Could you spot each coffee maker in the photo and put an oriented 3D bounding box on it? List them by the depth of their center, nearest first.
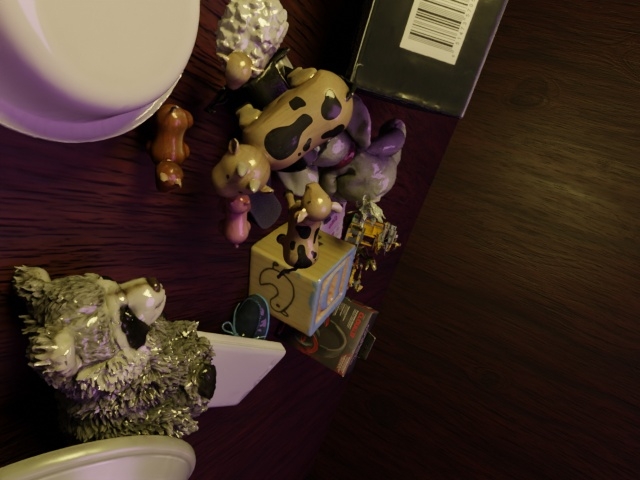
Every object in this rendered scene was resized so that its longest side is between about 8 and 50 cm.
[{"bbox_3d":[-0.083,-0.207,0.712,0.171,0.120,0.178,-37,122,-4],"label":"coffee maker"}]

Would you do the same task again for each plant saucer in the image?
[{"bbox_3d":[-0.360,0.413,0.555,0.400,0.101,0.400,-21,144,-17],"label":"plant saucer"}]

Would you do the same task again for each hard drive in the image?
[{"bbox_3d":[-0.231,0.297,0.917,0.203,0.040,0.307,-47,148,7],"label":"hard drive"}]

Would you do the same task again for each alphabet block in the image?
[{"bbox_3d":[-0.049,0.087,1.056,0.193,0.197,0.192,-38,145,-50],"label":"alphabet block"}]

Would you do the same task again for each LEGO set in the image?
[{"bbox_3d":[0.174,0.044,1.441,0.331,0.192,0.255,-35,142,-81],"label":"LEGO set"}]

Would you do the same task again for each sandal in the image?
[{"bbox_3d":[-0.144,-0.108,0.837,0.097,0.054,0.254,-46,156,-20],"label":"sandal"}]

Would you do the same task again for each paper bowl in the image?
[{"bbox_3d":[-0.227,-0.231,0.375,0.284,0.148,0.284,-50,154,-37],"label":"paper bowl"}]

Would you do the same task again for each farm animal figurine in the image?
[{"bbox_3d":[-0.067,-0.114,0.591,0.330,0.172,0.327,34,101,-32],"label":"farm animal figurine"}]

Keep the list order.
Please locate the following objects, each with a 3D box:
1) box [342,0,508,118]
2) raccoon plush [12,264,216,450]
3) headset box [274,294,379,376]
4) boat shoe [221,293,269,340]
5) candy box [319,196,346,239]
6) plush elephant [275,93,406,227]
[{"bbox_3d":[0.184,-0.427,0.823,0.395,0.211,0.294,-89,-166,-71],"label":"box"},{"bbox_3d":[-0.341,0.242,0.560,0.447,0.216,0.299,-62,151,-8],"label":"raccoon plush"},{"bbox_3d":[0.033,0.274,1.314,0.218,0.293,0.110,-65,159,1],"label":"headset box"},{"bbox_3d":[-0.199,0.258,1.018,0.089,0.109,0.258,-7,117,-62],"label":"boat shoe"},{"bbox_3d":[0.000,0.000,1.246,0.159,0.071,0.233,-45,152,-44],"label":"candy box"},{"bbox_3d":[0.045,-0.209,0.943,0.255,0.271,0.330,47,27,-30],"label":"plush elephant"}]
